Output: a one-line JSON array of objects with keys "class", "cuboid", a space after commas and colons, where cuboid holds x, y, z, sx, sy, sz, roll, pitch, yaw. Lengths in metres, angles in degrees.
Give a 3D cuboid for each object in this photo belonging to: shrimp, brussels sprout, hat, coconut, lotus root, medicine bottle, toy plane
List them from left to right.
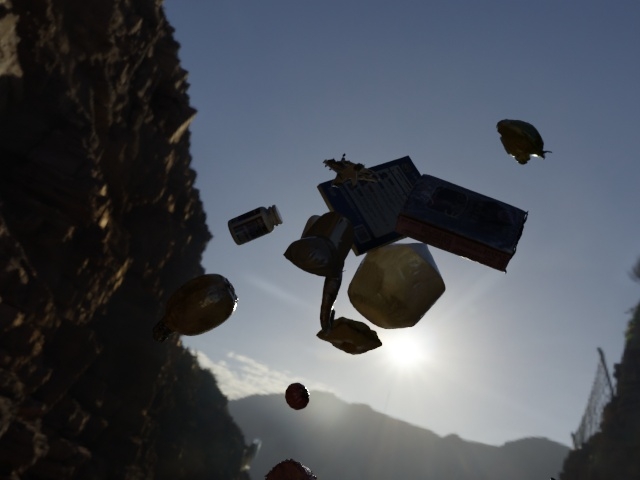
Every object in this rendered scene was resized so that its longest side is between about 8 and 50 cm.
[{"class": "lotus root", "cuboid": [-0.424, 0.231, 2.095, 0.182, 0.310, 0.183, 56, -13, 19]}, {"class": "medicine bottle", "cuboid": [-0.242, -0.062, 2.360, 0.192, 0.107, 0.107, -23, -33, 4]}, {"class": "hat", "cuboid": [0.000, 0.000, 1.743, 0.166, 0.173, 0.144, 24, 8, 19]}, {"class": "shrimp", "cuboid": [0.039, 0.169, 1.973, 0.058, 0.296, 0.169, 7, -51, 10]}, {"class": "toy plane", "cuboid": [0.071, -0.182, 1.669, 0.160, 0.082, 0.234, 18, 0, -14]}, {"class": "coconut", "cuboid": [0.323, 0.165, 2.646, 0.415, 0.415, 0.344, -2, -41, 35]}, {"class": "brussels sprout", "cuboid": [0.635, -0.318, 1.974, 0.181, 0.100, 0.139, 52, -7, 2]}]

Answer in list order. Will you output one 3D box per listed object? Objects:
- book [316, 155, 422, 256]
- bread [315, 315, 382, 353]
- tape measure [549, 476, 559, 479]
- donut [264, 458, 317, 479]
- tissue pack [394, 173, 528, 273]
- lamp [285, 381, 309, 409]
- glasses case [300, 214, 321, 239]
[{"class": "book", "cuboid": [0.229, -0.135, 2.270, 0.428, 0.300, 0.039, -20, -18, -29]}, {"class": "bread", "cuboid": [0.111, 0.348, 2.320, 0.161, 0.088, 0.233, -21, -46, 39]}, {"class": "tape measure", "cuboid": [0.726, 0.802, 1.816, 0.112, 0.186, 0.199, 31, -17, -19]}, {"class": "donut", "cuboid": [-0.083, 0.794, 1.966, 0.085, 0.199, 0.233, 23, 20, -39]}, {"class": "tissue pack", "cuboid": [0.433, -0.056, 1.938, 0.361, 0.259, 0.122, 23, -50, 14]}, {"class": "lamp", "cuboid": [-0.090, 0.606, 2.448, 0.092, 0.107, 0.107, -34, -52, 31]}, {"class": "glasses case", "cuboid": [-0.032, 0.007, 2.133, 0.074, 0.193, 0.049, 14, 11, -30]}]
